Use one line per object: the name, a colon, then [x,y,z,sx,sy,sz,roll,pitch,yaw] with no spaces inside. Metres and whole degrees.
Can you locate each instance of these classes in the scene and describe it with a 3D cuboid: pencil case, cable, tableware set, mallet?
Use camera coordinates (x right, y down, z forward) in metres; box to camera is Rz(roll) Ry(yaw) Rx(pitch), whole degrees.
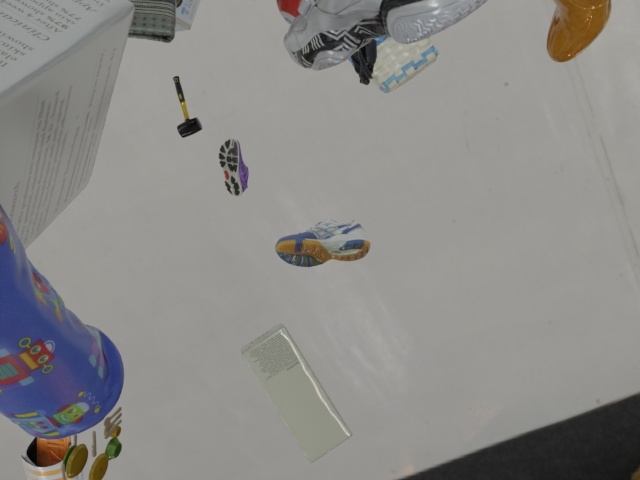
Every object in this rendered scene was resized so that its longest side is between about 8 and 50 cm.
pencil case: [-0.274,0.059,0.549,0.119,0.133,0.306,-27,144,-13]
cable: [0.086,-0.455,1.533,0.047,0.150,0.184,-24,143,-10]
tableware set: [-0.342,0.322,0.956,0.024,0.154,0.104,11,113,13]
mallet: [-0.356,-0.364,1.725,0.062,0.189,0.039,-15,159,10]

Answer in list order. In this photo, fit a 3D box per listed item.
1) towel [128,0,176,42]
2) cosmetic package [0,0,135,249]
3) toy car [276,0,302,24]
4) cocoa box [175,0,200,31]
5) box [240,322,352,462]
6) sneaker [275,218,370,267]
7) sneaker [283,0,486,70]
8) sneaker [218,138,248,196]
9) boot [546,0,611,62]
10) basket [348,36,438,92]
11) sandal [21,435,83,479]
towel: [-0.442,-0.492,1.241,0.324,0.312,0.056,0,148,-14]
cosmetic package: [-0.486,-0.166,0.787,0.329,0.393,0.327,27,126,-6]
toy car: [-0.095,-0.482,1.169,0.238,0.219,0.210,-10,104,-15]
cocoa box: [-0.441,-0.772,1.751,0.228,0.231,0.347,20,88,-40]
box: [-0.053,0.320,1.377,0.113,0.094,0.275,-31,93,-9]
sneaker: [0.000,0.000,2.005,0.297,0.131,0.111,-1,137,-17]
sneaker: [0.038,-0.348,0.814,0.137,0.366,0.210,-41,115,-23]
sneaker: [-0.236,-0.208,1.805,0.068,0.071,0.169,16,128,24]
boot: [0.380,-0.405,1.023,0.211,0.104,0.295,-13,147,-27]
basket: [0.177,-0.580,1.844,0.255,0.201,0.289,-33,99,7]
sandal: [-0.505,0.388,1.192,0.102,0.076,0.265,-3,93,16]
